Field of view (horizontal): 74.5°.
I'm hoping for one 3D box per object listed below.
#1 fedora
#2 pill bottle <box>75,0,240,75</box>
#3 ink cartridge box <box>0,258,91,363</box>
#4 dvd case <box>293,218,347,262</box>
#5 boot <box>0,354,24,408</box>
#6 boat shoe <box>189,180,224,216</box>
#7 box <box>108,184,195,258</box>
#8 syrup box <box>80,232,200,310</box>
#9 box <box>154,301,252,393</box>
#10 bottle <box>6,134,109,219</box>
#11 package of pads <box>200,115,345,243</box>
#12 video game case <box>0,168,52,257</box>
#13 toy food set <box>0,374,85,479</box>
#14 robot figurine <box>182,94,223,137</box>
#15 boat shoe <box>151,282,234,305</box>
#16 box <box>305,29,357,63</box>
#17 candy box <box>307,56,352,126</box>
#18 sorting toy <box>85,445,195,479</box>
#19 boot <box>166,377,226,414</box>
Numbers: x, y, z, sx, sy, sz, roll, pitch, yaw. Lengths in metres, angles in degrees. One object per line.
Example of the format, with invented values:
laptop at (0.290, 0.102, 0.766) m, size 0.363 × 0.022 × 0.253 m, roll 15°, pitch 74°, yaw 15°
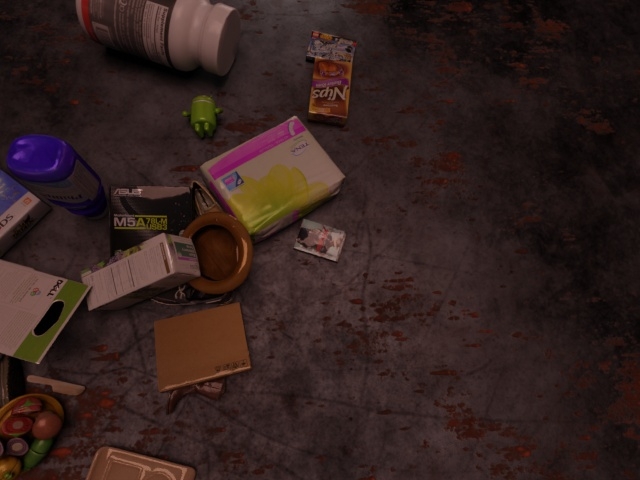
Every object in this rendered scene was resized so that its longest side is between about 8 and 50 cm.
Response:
fedora at (-0.233, 0.032, 0.975) m, size 0.195 × 0.079 × 0.194 m, roll -2°, pitch 79°, yaw 12°
pill bottle at (-0.412, -0.574, 1.106) m, size 0.363 × 0.210 × 0.210 m, roll 18°, pitch 72°, yaw -1°
ink cartridge box at (-0.638, 0.158, 0.882) m, size 0.256 × 0.097 × 0.188 m, roll 15°, pitch 53°, yaw 2°
dvd case at (0.000, 0.000, 1.078) m, size 0.120 × 0.013 × 0.087 m, roll 19°, pitch 72°, yaw -1°
boot at (-0.749, 0.300, 0.876) m, size 0.209 × 0.076 × 0.189 m, roll -19°, pitch 62°, yaw -18°
boat shoe at (-0.269, -0.065, 1.038) m, size 0.068 × 0.072 × 0.190 m, roll -36°, pitch 81°, yaw -16°
box at (-0.397, -0.039, 1.001) m, size 0.191 × 0.045 × 0.183 m, roll 2°, pitch 97°, yaw -6°
syrup box at (-0.393, 0.073, 0.924) m, size 0.237 × 0.093 × 0.096 m, roll -24°, pitch 76°, yaw 15°
box at (-0.268, 0.237, 0.956) m, size 0.202 × 0.021 × 0.164 m, roll -12°, pitch 60°, yaw -8°
bottle at (-0.545, -0.122, 0.915) m, size 0.118 × 0.283 × 0.092 m, roll 4°, pitch 73°, yaw -6°
package of pads at (-0.112, -0.152, 1.061) m, size 0.297 × 0.101 × 0.229 m, roll -34°, pitch 79°, yaw -17°
video game case at (-0.834, -0.073, 0.987) m, size 0.270 × 0.061 × 0.244 m, roll 36°, pitch 72°, yaw 5°
toy food set at (-0.585, 0.384, 0.839) m, size 0.128 × 0.071 × 0.217 m, roll 41°, pitch 70°, yaw -34°
robot figurine at (-0.310, -0.333, 1.117) m, size 0.101 × 0.067 × 0.115 m, roll -5°, pitch 73°, yaw 5°
boat shoe at (-0.307, 0.114, 0.984) m, size 0.206 × 0.065 × 0.075 m, roll 5°, pitch 73°, yaw -5°
box at (0.032, -0.560, 1.244) m, size 0.137 × 0.027 × 0.093 m, roll 13°, pitch 74°, yaw -2°
candy box at (0.027, -0.420, 1.188) m, size 0.109 × 0.053 × 0.186 m, roll 7°, pitch 74°, yaw -5°
sorting toy at (-0.386, 0.545, 0.864) m, size 0.209 × 0.038 × 0.192 m, roll 17°, pitch 72°, yaw -6°
boot at (-0.273, 0.344, 0.935) m, size 0.114 × 0.037 × 0.106 m, roll 16°, pitch 73°, yaw -4°
